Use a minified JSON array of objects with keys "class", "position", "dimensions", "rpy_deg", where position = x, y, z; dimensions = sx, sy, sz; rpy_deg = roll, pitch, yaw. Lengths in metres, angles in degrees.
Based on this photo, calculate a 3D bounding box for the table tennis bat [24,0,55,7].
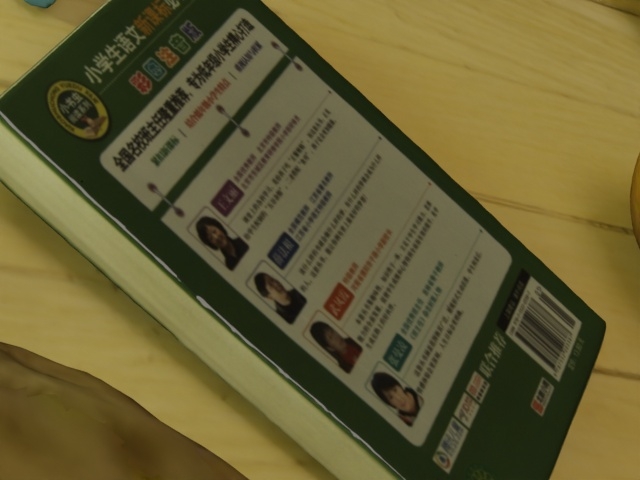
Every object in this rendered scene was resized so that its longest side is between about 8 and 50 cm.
[{"class":"table tennis bat","position":[-0.105,-0.144,0.885],"dimensions":[0.100,0.019,0.155],"rpy_deg":[38,31,-9]}]

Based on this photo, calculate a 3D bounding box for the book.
[{"class":"book","position":[0.000,0.000,0.808],"dimensions":[0.264,0.027,0.202],"rpy_deg":[42,34,-5]}]

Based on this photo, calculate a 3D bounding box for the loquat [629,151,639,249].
[{"class":"loquat","position":[0.226,-0.016,0.974],"dimensions":[0.141,0.141,0.141],"rpy_deg":[27,36,-22]}]

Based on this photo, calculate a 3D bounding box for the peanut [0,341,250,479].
[{"class":"peanut","position":[-0.118,0.107,0.447],"dimensions":[0.387,0.169,0.192],"rpy_deg":[21,44,-29]}]
